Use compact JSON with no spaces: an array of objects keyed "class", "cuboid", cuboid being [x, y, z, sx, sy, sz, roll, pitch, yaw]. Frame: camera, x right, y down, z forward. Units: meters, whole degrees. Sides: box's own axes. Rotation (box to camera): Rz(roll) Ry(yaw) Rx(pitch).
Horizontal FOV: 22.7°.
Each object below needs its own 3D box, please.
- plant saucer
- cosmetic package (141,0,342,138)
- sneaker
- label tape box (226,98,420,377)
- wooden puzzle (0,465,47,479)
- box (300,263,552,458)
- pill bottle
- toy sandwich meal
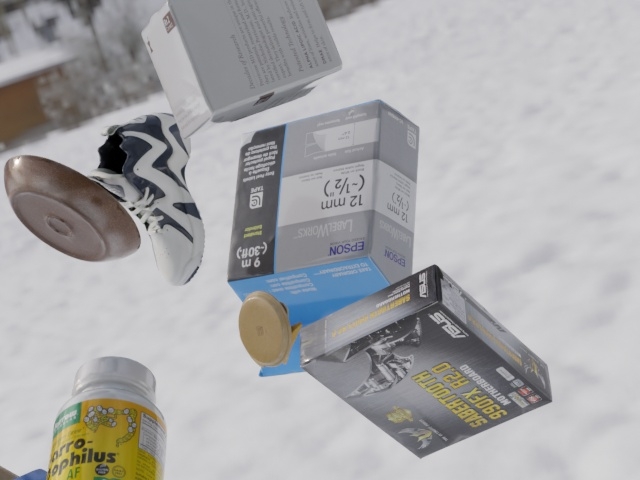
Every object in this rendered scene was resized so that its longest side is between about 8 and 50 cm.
[{"class":"plant saucer","cuboid":[-0.321,-0.030,2.003,0.198,0.198,0.036,-1,49,44]},{"class":"cosmetic package","cuboid":[-0.099,-0.235,1.963,0.183,0.151,0.151,-22,-1,-20]},{"class":"sneaker","cuboid":[-0.242,-0.052,2.114,0.153,0.235,0.094,-5,5,-43]},{"class":"label tape box","cuboid":[0.000,0.000,2.219,0.249,0.348,0.115,-11,-27,35]},{"class":"wooden puzzle","cuboid":[-0.409,0.284,1.716,0.347,0.081,0.322,30,17,19]},{"class":"box","cuboid":[0.117,0.137,1.742,0.183,0.231,0.056,-27,42,26]},{"class":"pill bottle","cuboid":[-0.215,0.224,1.605,0.117,0.118,0.208,-13,45,14]},{"class":"toy sandwich meal","cuboid":[-0.050,0.089,1.585,0.029,0.086,0.085,-13,9,-42]}]
